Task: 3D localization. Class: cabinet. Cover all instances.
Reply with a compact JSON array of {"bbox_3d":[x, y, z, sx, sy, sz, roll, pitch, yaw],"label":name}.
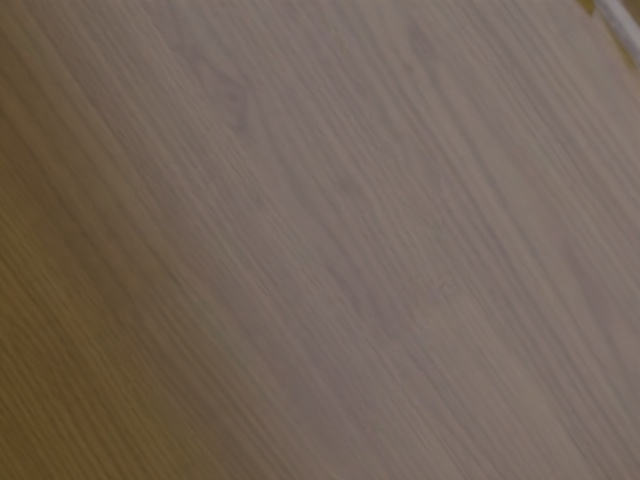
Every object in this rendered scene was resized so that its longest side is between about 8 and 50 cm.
[{"bbox_3d":[0.000,0.000,0.424,0.318,0.227,0.290,-35,90,16],"label":"cabinet"}]
